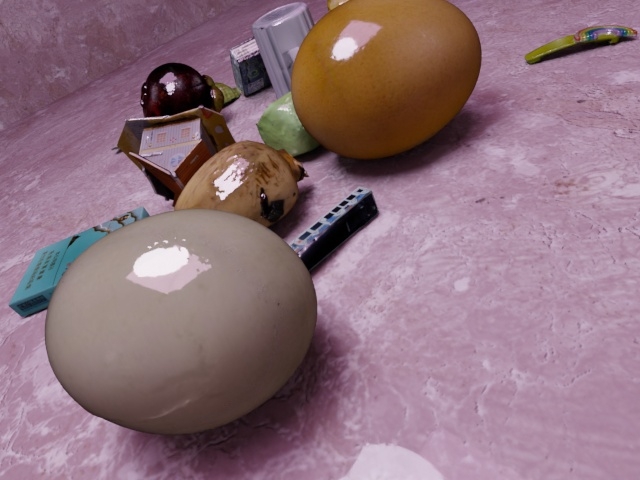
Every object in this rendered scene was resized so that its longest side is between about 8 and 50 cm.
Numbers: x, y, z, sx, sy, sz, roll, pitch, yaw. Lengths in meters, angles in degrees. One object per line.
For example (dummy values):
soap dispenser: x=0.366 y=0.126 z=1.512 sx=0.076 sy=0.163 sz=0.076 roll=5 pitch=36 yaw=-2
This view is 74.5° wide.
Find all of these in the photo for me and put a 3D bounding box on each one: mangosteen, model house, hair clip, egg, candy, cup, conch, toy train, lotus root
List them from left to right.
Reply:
mangosteen: x=-0.360 y=-0.353 z=1.092 sx=0.209 sy=0.210 sz=0.210 roll=-14 pitch=38 yaw=11
model house: x=-0.242 y=-0.103 z=0.751 sx=0.207 sy=0.219 sz=0.136 roll=-10 pitch=58 yaw=3
egg: x=-0.135 y=0.078 z=0.427 sx=0.269 sy=0.219 sz=0.219 roll=-13 pitch=38 yaw=19
conch: x=-0.299 y=-0.433 z=1.266 sx=0.121 sy=0.074 sz=0.089 roll=-18 pitch=68 yaw=-21
lotus root: x=-0.128 y=-0.067 z=0.661 sx=0.154 sy=0.140 sz=0.257 roll=30 pitch=68 yaw=39
cup: x=-0.053 y=-0.464 z=1.052 sx=0.167 sy=0.202 sz=0.221 roll=-42 pitch=41 yaw=-20
toy train: x=0.000 y=0.000 z=0.592 sx=0.207 sy=0.043 sz=0.047 roll=-41 pitch=39 yaw=-22
candy: x=0.009 y=-0.306 z=0.888 sx=0.142 sy=0.132 sz=0.343 roll=17 pitch=51 yaw=33
egg: x=0.108 y=-0.270 z=0.695 sx=0.322 sy=0.250 sz=0.250 roll=-25 pitch=37 yaw=-8
hair clip: x=0.498 y=-0.388 z=0.820 sx=0.188 sy=0.033 sz=0.060 roll=-10 pitch=36 yaw=15

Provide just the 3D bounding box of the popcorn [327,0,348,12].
popcorn: x=0.085 y=-0.547 z=1.104 sx=0.140 sy=0.194 sz=0.164 roll=-5 pitch=65 yaw=17

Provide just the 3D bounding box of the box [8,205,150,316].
box: x=-0.429 y=0.031 z=0.772 sx=0.229 sy=0.042 sz=0.162 roll=-22 pitch=37 yaw=0

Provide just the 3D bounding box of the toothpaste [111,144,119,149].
toothpaste: x=-0.517 y=-0.305 z=1.234 sx=0.197 sy=0.035 sz=0.057 roll=-19 pitch=22 yaw=7

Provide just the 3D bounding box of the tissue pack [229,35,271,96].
tissue pack: x=-0.138 y=-0.523 z=1.203 sx=0.235 sy=0.173 sz=0.073 roll=-31 pitch=81 yaw=-9
